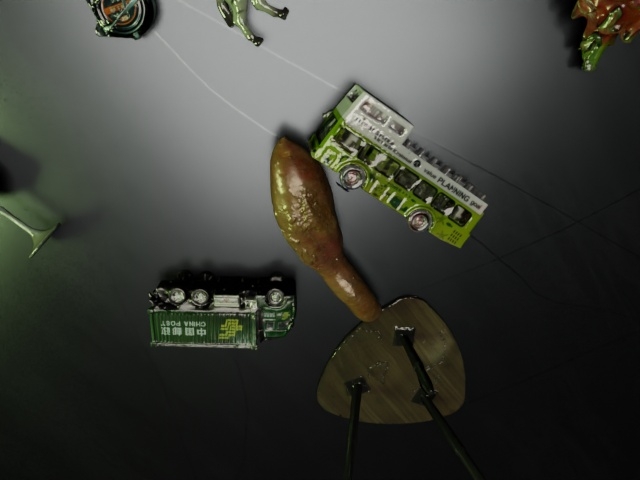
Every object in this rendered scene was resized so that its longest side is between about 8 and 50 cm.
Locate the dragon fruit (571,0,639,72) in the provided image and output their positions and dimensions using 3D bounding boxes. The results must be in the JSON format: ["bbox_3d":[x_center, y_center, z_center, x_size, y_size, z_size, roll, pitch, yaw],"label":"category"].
[{"bbox_3d":[0.442,-0.355,0.786,0.137,0.135,0.236,-13,135,3],"label":"dragon fruit"}]

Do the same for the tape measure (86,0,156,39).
[{"bbox_3d":[-0.290,-0.338,0.781,0.094,0.054,0.091,-7,116,7],"label":"tape measure"}]

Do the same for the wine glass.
[{"bbox_3d":[-0.532,-0.059,0.875,0.195,0.079,0.079,40,106,-20],"label":"wine glass"}]

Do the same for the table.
[{"bbox_3d":[0.145,0.324,0.990,0.317,0.249,0.317,-1,114,-3],"label":"table"}]

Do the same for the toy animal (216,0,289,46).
[{"bbox_3d":[-0.095,-0.410,0.754,0.176,0.073,0.217,34,113,-9],"label":"toy animal"}]

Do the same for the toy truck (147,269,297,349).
[{"bbox_3d":[-0.172,0.124,0.974,0.259,0.088,0.121,1,112,-3],"label":"toy truck"}]

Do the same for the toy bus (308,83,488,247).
[{"bbox_3d":[0.133,-0.115,0.877,0.301,0.113,0.139,31,108,-18],"label":"toy bus"}]

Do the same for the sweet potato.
[{"bbox_3d":[0.000,0.000,0.923,0.109,0.109,0.385,-21,120,6],"label":"sweet potato"}]
